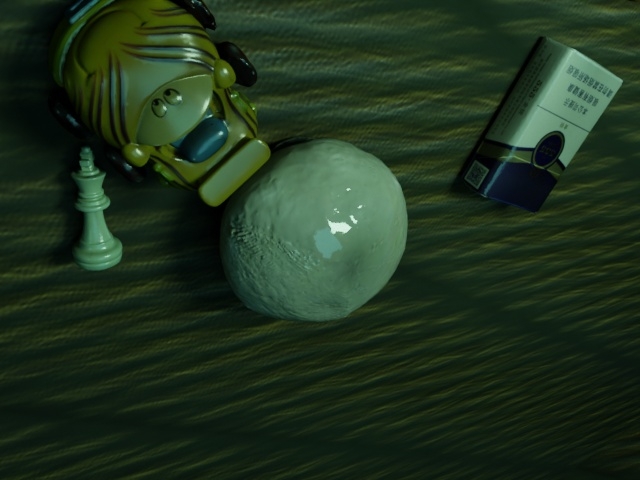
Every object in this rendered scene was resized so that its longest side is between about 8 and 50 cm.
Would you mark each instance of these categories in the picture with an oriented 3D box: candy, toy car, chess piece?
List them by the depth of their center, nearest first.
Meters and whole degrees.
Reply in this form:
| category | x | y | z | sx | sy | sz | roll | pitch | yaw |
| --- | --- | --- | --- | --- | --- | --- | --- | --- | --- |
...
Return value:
| category | x | y | z | sx | sy | sz | roll | pitch | yaw |
| --- | --- | --- | --- | --- | --- | --- | --- | --- | --- |
| toy car | -0.160 | -0.146 | 0.702 | 0.200 | 0.142 | 0.248 | -44 | 137 | 1 |
| chess piece | -0.267 | -0.042 | 0.776 | 0.059 | 0.059 | 0.149 | -10 | 121 | -27 |
| candy | 0.000 | 0.000 | 0.891 | 0.295 | 0.185 | 0.296 | -18 | 126 | -26 |

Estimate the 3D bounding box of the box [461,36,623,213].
| category | x | y | z | sx | sy | sz | roll | pitch | yaw |
| --- | --- | --- | --- | --- | --- | --- | --- | --- | --- |
| box | 0.357 | -0.178 | 1.071 | 0.168 | 0.071 | 0.259 | 11 | 115 | -39 |
